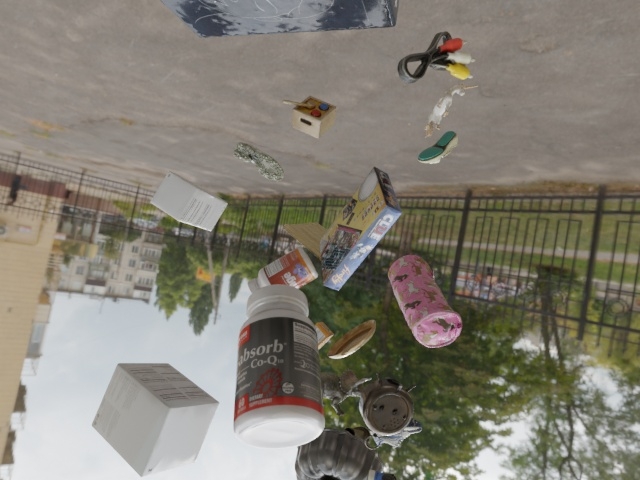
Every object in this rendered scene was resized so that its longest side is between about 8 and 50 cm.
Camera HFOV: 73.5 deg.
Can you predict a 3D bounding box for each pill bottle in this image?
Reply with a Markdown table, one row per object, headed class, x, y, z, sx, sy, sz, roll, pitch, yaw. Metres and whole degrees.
| class | x | y | z | sx | sy | sz | roll | pitch | yaw |
| --- | --- | --- | --- | --- | --- | --- | --- | --- | --- |
| pill bottle | -0.107 | 0.306 | 1.084 | 0.210 | 0.363 | 0.210 | -4 | 136 | -4 |
| pill bottle | -0.126 | 0.122 | 1.419 | 0.216 | 0.121 | 0.121 | -31 | 176 | 0 |

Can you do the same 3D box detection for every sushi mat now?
| class | x | y | z | sx | sy | sz | roll | pitch | yaw |
| --- | --- | --- | --- | --- | --- | --- | --- | --- | --- |
| sushi mat | 0.000 | 0.000 | 1.526 | 0.151 | 0.019 | 0.316 | -7 | -154 | -30 |

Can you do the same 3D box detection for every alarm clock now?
| class | x | y | z | sx | sy | sz | roll | pitch | yaw |
| --- | --- | --- | --- | --- | --- | --- | --- | --- | --- |
| alarm clock | 0.158 | 0.432 | 1.062 | 0.129 | 0.192 | 0.064 | 19 | -174 | -8 |

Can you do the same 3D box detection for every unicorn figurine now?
| class | x | y | z | sx | sy | sz | roll | pitch | yaw |
| --- | --- | --- | --- | --- | --- | --- | --- | --- | --- |
| unicorn figurine | 0.333 | -0.360 | 1.156 | 0.060 | 0.111 | 0.162 | 40 | 138 | -13 |

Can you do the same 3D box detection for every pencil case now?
| class | x | y | z | sx | sy | sz | roll | pitch | yaw |
| --- | --- | --- | --- | --- | --- | --- | --- | --- | --- |
| pencil case | 0.356 | 0.201 | 1.495 | 0.160 | 0.167 | 0.386 | 48 | -165 | -24 |

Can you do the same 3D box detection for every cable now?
| class | x | y | z | sx | sy | sz | roll | pitch | yaw |
| --- | --- | --- | --- | --- | --- | --- | --- | --- | --- |
| cable | 0.303 | -0.484 | 1.114 | 0.287 | 0.139 | 0.072 | -21 | -172 | -41 |

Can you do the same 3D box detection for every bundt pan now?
| class | x | y | z | sx | sy | sz | roll | pitch | yaw |
| --- | --- | --- | --- | --- | --- | --- | --- | --- | --- |
| bundt pan | 0.054 | 0.828 | 1.513 | 0.331 | 0.330 | 0.124 | 10 | -153 | 13 |

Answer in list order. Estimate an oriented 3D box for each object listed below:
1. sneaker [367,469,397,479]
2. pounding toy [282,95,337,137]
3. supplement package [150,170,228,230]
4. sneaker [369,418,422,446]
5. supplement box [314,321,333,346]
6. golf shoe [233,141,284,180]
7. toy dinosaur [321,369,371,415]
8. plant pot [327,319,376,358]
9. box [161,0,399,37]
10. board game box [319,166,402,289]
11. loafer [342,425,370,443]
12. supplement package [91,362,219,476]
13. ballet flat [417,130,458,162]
| class | x | y | z | sx | sy | sz | roll | pitch | yaw |
| --- | --- | --- | --- | --- | --- | --- | --- | --- | --- |
| sneaker | 0.182 | 0.714 | 1.245 | 0.085 | 0.058 | 0.152 | 7 | 135 | 14 |
| pounding toy | -0.038 | -0.431 | 1.445 | 0.141 | 0.130 | 0.100 | 28 | 141 | 16 |
| supplement package | -0.478 | -0.139 | 1.583 | 0.139 | 0.134 | 0.244 | 31 | 180 | 16 |
| sneaker | 0.198 | 0.497 | 1.104 | 0.135 | 0.058 | 0.052 | -17 | 180 | 19 |
| supplement box | -0.056 | 0.442 | 1.771 | 0.080 | 0.233 | 0.078 | 48 | -175 | 18 |
| golf shoe | -0.182 | -0.256 | 1.348 | 0.176 | 0.069 | 0.086 | 35 | -156 | -3 |
| toy dinosaur | 0.017 | 0.518 | 1.502 | 0.314 | 0.160 | 0.121 | 4 | -168 | 6 |
| plant pot | 0.132 | 0.402 | 1.719 | 0.032 | 0.236 | 0.236 | 54 | 174 | -1 |
| box | -0.116 | -0.609 | 0.729 | 0.472 | 0.297 | 0.480 | 7 | 178 | 17 |
| board game box | 0.080 | -0.026 | 0.968 | 0.042 | 0.243 | 0.165 | 24 | -147 | -20 |
| loafer | 0.128 | 0.798 | 1.710 | 0.251 | 0.087 | 0.094 | 4 | -147 | -51 |
| supplement package | -0.486 | 0.512 | 1.268 | 0.263 | 0.199 | 0.198 | 21 | 177 | 33 |
| ballet flat | 0.520 | -0.387 | 1.880 | 0.086 | 0.248 | 0.086 | 42 | 157 | 23 |
